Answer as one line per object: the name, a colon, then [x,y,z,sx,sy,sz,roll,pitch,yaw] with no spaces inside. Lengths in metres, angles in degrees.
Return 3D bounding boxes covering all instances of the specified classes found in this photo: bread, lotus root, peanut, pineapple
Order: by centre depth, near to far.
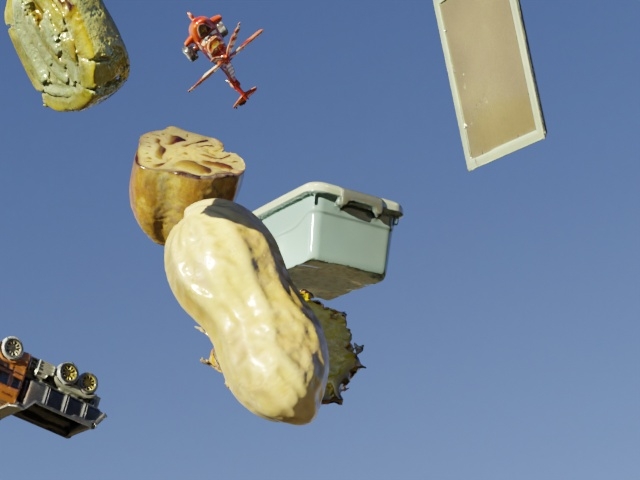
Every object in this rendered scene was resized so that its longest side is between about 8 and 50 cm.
bread: [-0.267,-0.211,1.419,0.117,0.156,0.064,-25,6,40]
peanut: [-0.085,0.080,1.581,0.149,0.313,0.149,-23,-25,-12]
pineapple: [-0.051,0.149,1.762,0.224,0.225,0.076,5,-42,-17]
lotus root: [-0.234,-0.079,2.376,0.199,0.188,0.180,8,-65,1]

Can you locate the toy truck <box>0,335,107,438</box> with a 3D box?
toy truck: [-0.389,0.208,1.873,0.192,0.092,0.083,30,-34,-29]

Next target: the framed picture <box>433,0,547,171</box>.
framed picture: [0.261,-0.272,2.111,0.018,0.293,0.231,-8,-6,-25]

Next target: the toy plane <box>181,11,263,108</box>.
toy plane: [-0.130,-0.254,1.868,0.126,0.077,0.194,-47,-22,14]

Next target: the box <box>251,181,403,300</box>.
box: [0.000,0.000,1.948,0.162,0.130,0.227,14,-21,-28]
